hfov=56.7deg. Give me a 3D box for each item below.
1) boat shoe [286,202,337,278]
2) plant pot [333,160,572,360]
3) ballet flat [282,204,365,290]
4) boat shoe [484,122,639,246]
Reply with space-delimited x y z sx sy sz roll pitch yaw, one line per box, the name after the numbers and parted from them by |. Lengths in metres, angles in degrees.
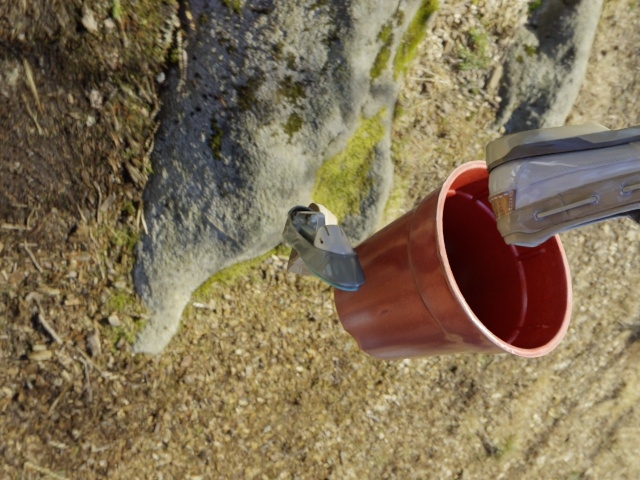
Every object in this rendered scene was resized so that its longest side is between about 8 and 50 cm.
0.005 0.011 1.188 0.110 0.341 0.121 18 80 -4 | boat shoe
0.175 0.058 0.884 0.272 0.272 0.265 18 152 -31 | plant pot
0.000 0.000 0.823 0.072 0.213 0.068 2 108 -25 | ballet flat
0.308 -0.053 0.533 0.302 0.113 0.103 -5 82 19 | boat shoe
